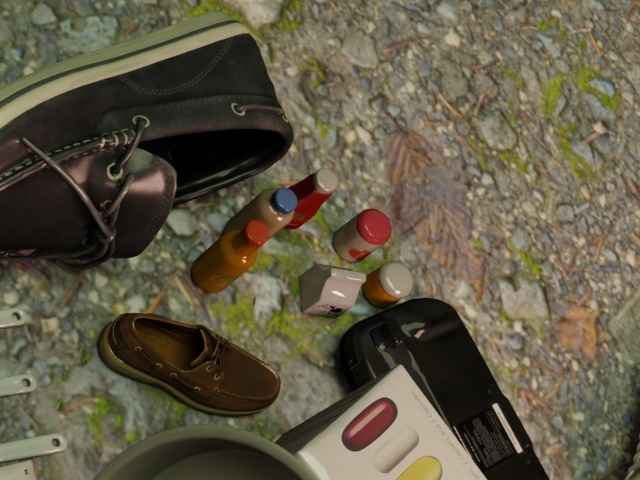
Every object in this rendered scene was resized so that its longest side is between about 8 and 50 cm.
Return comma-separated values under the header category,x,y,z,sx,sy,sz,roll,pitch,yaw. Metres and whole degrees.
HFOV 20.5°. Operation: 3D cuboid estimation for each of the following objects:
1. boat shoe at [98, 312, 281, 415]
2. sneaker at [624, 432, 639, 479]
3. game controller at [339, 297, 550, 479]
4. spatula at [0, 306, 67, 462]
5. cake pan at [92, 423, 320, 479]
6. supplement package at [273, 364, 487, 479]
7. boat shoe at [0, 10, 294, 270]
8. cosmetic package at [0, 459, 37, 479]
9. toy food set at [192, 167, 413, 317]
category,x,y,z,sx,sy,sz,roll,pitch,yaw
boat shoe,-0.111,0.111,1.608,0.178,0.060,0.064,22,57,-22
sneaker,0.362,0.201,1.846,0.123,0.106,0.290,53,40,6
game controller,0.140,0.207,1.731,0.166,0.067,0.319,-18,78,-52
spatula,-0.337,0.129,1.483,0.242,0.019,0.168,-8,71,-35
cake pan,-0.083,0.295,1.417,0.054,0.293,0.293,14,55,-62
supplement package,0.053,0.277,1.538,0.145,0.204,0.262,-37,90,-39
boat shoe,-0.207,-0.058,1.558,0.500,0.187,0.156,-29,79,-44
cosmetic package,-0.332,0.250,1.399,0.239,0.060,0.099,-9,75,-35
toy food set,0.000,0.000,1.705,0.232,0.104,0.111,11,62,-28
